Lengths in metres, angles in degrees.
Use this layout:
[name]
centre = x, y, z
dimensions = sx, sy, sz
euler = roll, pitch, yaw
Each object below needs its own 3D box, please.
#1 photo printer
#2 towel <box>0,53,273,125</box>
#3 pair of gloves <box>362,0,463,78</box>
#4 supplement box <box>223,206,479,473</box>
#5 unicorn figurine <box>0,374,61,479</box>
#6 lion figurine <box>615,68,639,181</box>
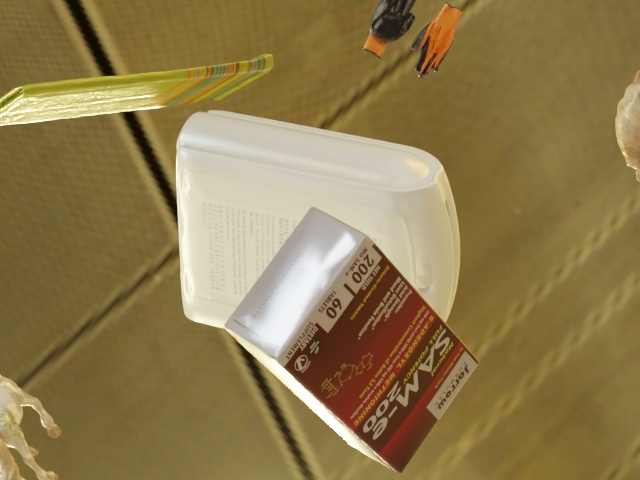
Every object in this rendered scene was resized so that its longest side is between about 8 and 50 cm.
[photo printer]
centre = 0.000, 0.000, 1.995
dimensions = 0.107, 0.308, 0.256
euler = -58, -26, -50
[towel]
centre = -0.160, -0.127, 1.528
dimensions = 0.237, 0.102, 0.021
euler = -10, -97, -34
[pair of gloves]
centre = 0.085, -0.193, 1.694
dimensions = 0.083, 0.010, 0.074
euler = 23, -82, -21
[supplement box]
centre = 0.032, 0.090, 1.573
dimensions = 0.130, 0.073, 0.239
euler = -54, -40, -9
[unicorn figurine]
centre = -0.266, 0.145, 1.525
dimensions = 0.060, 0.162, 0.111
euler = -40, -66, -5
[lion figurine]
centre = 0.369, -0.243, 1.578
dimensions = 0.142, 0.240, 0.392
euler = -35, -57, -75
